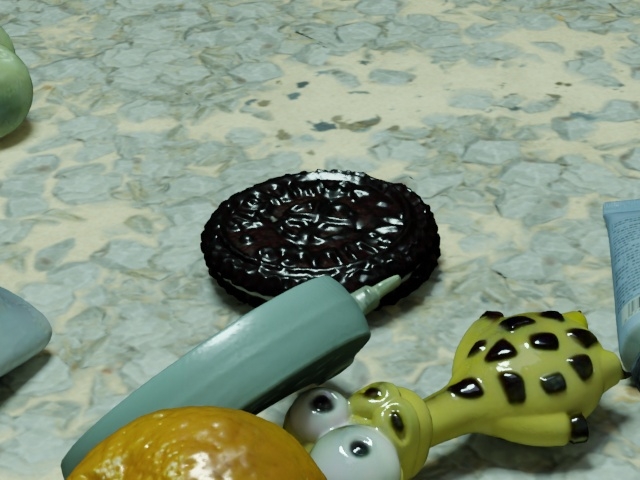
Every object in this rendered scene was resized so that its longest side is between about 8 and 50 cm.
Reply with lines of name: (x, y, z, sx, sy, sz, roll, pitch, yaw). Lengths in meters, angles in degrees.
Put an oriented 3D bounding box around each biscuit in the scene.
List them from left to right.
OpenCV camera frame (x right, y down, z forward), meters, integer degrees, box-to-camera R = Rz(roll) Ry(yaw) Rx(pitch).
biscuit: (0.000, 0.000, 1.281, 0.194, 0.053, 0.194, -2, 31, 1)

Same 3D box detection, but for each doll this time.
doll: (0.074, 0.116, 1.056, 0.291, 0.086, 0.117, -20, 48, -26)

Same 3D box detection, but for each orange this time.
orange: (-0.072, 0.177, 0.894, 0.177, 0.155, 0.177, -38, 27, 24)

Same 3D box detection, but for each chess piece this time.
chess piece: (-0.349, -0.180, 1.546, 0.133, 0.133, 0.243, -17, 39, -22)

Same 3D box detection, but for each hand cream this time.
hand cream: (0.258, 0.029, 1.219, 0.091, 0.058, 0.271, -8, 26, 14)

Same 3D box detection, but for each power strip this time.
power strip: (-0.046, 0.089, 1.058, 0.253, 0.167, 0.054, -29, 81, -34)

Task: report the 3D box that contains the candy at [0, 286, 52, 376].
candy: (-0.290, 0.072, 1.150, 0.138, 0.071, 0.174, 23, 27, 18)
